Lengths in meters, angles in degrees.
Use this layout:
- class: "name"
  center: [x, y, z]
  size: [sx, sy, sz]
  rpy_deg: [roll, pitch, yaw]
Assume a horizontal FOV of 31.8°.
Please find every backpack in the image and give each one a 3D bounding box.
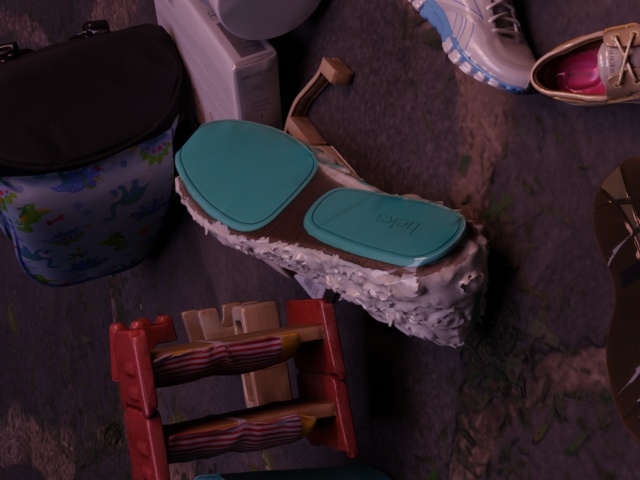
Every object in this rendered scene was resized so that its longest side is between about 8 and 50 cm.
- class: "backpack"
  center: [-0.320, -0.093, 1.465]
  size: [0.273, 0.290, 0.355]
  rpy_deg: [68, 158, 4]

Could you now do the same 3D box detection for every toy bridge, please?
- class: "toy bridge"
  center: [-0.016, -0.116, 1.227]
  size: [0.063, 0.026, 0.188]
  rpy_deg: [54, 134, 43]

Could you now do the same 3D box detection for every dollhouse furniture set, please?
- class: "dollhouse furniture set"
  center: [-0.123, 0.152, 1.186]
  size: [0.374, 0.201, 0.152]
  rpy_deg: [169, 92, -71]

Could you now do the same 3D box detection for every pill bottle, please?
- class: "pill bottle"
  center: [-0.102, -0.349, 1.225]
  size: [0.265, 0.153, 0.153]
  rpy_deg: [60, 138, 33]

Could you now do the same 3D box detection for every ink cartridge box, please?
- class: "ink cartridge box"
  center: [-0.125, -0.199, 1.360]
  size: [0.275, 0.060, 0.239]
  rpy_deg: [56, 160, 38]

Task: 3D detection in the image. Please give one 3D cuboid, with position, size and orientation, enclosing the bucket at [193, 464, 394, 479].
- class: "bucket"
  center: [-0.018, 0.358, 1.125]
  size: [0.281, 0.183, 0.281]
  rpy_deg: [5, 96, 57]

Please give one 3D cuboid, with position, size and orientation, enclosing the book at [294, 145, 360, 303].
- class: "book"
  center: [0.001, -0.015, 1.205]
  size: [0.096, 0.035, 0.144]
  rpy_deg: [49, 132, 38]

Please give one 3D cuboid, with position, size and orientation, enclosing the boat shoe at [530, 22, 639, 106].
- class: "boat shoe"
  center: [0.226, -0.129, 0.832]
  size: [0.170, 0.059, 0.063]
  rpy_deg: [-9, 85, 56]

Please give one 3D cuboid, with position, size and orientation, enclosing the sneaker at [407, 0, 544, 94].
- class: "sneaker"
  center: [0.138, -0.199, 0.955]
  size: [0.191, 0.071, 0.083]
  rpy_deg: [57, 131, 36]

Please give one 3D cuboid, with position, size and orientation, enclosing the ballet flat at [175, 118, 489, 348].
- class: "ballet flat"
  center: [0.000, 0.000, 1.096]
  size: [0.409, 0.147, 0.147]
  rpy_deg: [28, 115, 45]

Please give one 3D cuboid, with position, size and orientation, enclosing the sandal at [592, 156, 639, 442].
- class: "sandal"
  center: [0.250, 0.044, 0.818]
  size: [0.090, 0.060, 0.219]
  rpy_deg: [-38, 47, 44]
